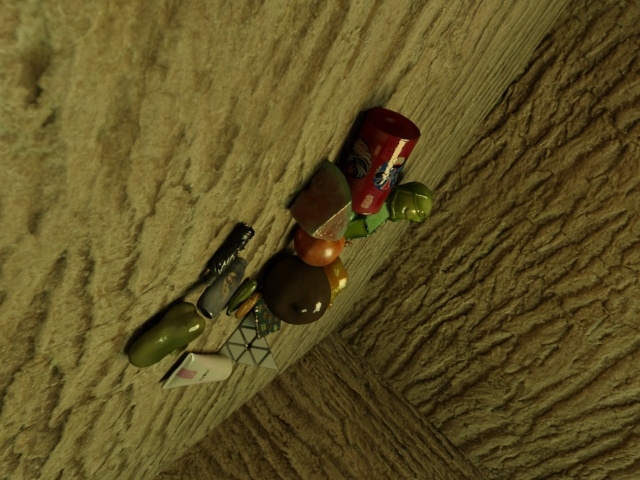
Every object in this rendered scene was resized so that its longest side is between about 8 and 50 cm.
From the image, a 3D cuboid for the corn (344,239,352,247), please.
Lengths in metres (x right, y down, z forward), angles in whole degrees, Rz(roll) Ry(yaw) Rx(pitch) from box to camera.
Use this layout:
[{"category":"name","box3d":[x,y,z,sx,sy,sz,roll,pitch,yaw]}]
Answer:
[{"category":"corn","box3d":[0.135,-0.062,2.238,0.098,0.098,0.290,-41,163,-24]}]

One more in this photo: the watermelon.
[{"category":"watermelon","box3d":[-0.002,-0.129,1.639,0.201,0.213,0.262,-17,143,-32]}]

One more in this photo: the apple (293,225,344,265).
[{"category":"apple","box3d":[0.000,0.000,1.855,0.209,0.209,0.164,-32,166,-44]}]

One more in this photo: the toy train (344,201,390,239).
[{"category":"toy train","box3d":[0.170,-0.122,1.930,0.159,0.188,0.271,-10,-162,36]}]

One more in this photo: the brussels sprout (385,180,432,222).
[{"category":"brussels sprout","box3d":[0.463,-0.202,2.484,0.294,0.259,0.227,-34,128,-59]}]

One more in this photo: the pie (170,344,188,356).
[{"category":"pie","box3d":[-0.532,0.407,1.750,0.085,0.017,0.085,-43,163,-17]}]

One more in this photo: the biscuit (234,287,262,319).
[{"category":"biscuit","box3d":[-0.295,0.264,1.916,0.144,0.040,0.236,-55,179,6]}]

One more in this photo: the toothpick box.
[{"category":"toothpick box","box3d":[0.197,-0.281,1.677,0.204,0.204,0.333,-31,154,-45]}]

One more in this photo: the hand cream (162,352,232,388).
[{"category":"hand cream","box3d":[-0.512,0.555,1.999,0.185,0.118,0.358,-50,157,4]}]

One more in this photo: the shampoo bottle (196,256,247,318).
[{"category":"shampoo bottle","box3d":[-0.319,0.149,1.533,0.049,0.087,0.234,-6,-142,38]}]

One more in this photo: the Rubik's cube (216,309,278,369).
[{"category":"Rubik's cube","box3d":[-0.332,0.477,2.219,0.228,0.229,0.233,-14,-123,43]}]

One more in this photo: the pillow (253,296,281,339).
[{"category":"pillow","box3d":[-0.241,0.345,2.152,0.255,0.034,0.189,0,90,-69]}]

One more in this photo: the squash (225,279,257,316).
[{"category":"squash","box3d":[-0.315,0.223,1.825,0.183,0.052,0.052,-50,164,10]}]

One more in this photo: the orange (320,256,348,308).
[{"category":"orange","box3d":[-0.002,0.170,2.144,0.196,0.262,0.334,-9,149,-41]}]

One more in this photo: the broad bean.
[{"category":"broad bean","box3d":[-0.491,0.303,1.481,0.263,0.121,0.189,-32,163,-4]}]

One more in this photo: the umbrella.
[{"category":"umbrella","box3d":[-0.296,0.047,1.460,0.236,0.059,0.066,-48,142,8]}]

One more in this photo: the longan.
[{"category":"longan","box3d":[-0.095,0.209,1.925,0.297,0.297,0.297,-43,163,-16]}]
